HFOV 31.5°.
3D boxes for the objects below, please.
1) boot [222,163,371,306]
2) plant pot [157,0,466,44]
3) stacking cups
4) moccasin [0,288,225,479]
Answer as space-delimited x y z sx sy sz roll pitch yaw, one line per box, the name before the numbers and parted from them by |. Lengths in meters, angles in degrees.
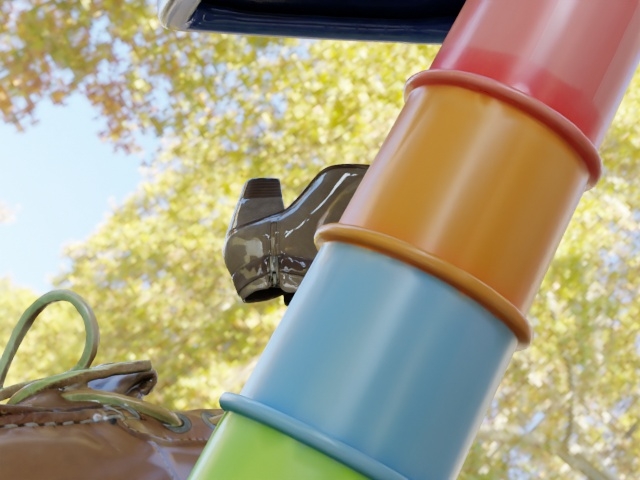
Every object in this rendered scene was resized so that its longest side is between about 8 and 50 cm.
boot | 0.000 0.000 0.684 0.042 0.118 0.087 86 -2 -58
plant pot | 0.043 -0.234 0.591 0.236 0.235 0.212 160 -72 -71
stacking cups | 0.012 0.041 0.364 0.096 0.316 0.096 24 -13 6
moccasin | -0.104 0.116 0.524 0.139 0.379 0.147 -62 -143 33
